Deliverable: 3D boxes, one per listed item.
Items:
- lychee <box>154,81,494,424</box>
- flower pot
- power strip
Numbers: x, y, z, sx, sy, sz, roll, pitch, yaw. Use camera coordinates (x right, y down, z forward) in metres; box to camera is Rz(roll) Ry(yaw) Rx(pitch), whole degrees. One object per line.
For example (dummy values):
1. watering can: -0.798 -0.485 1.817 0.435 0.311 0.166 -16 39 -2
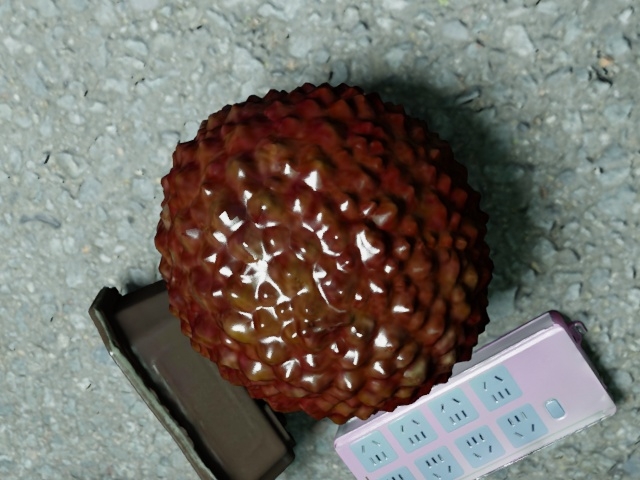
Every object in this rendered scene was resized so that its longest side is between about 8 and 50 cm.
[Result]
1. lychee: 0.000 0.000 0.636 0.264 0.300 0.264 -17 142 -14
2. flower pot: -0.108 0.134 0.751 0.084 0.179 0.251 -35 101 -6
3. power strip: 0.144 0.174 0.774 0.279 0.037 0.109 -32 100 18
